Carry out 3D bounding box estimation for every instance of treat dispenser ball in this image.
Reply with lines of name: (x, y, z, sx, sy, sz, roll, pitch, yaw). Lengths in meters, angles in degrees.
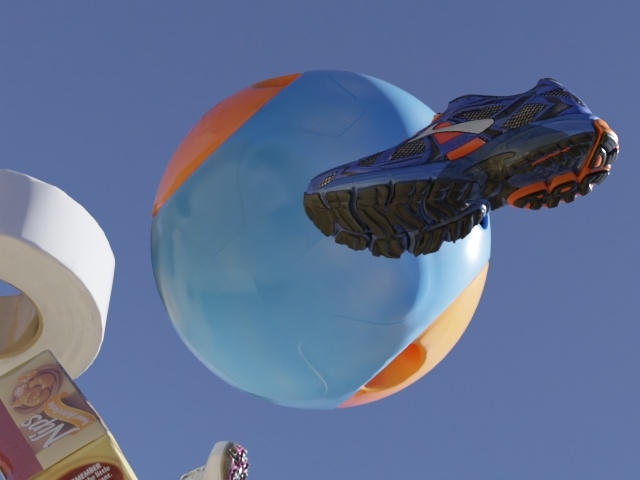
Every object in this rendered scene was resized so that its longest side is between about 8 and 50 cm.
treat dispenser ball: (0.000, 0.000, 1.461, 0.288, 0.288, 0.288, 28, -37, 24)

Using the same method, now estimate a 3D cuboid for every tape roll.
tape roll: (-0.374, 0.051, 1.909, 0.286, 0.100, 0.286, 1, -44, 1)

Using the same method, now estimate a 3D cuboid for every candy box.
candy box: (-0.156, 0.257, 1.356, 0.183, 0.087, 0.316, 35, -27, 62)

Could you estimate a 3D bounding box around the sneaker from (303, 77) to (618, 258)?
sneaker: (0.093, -0.054, 1.217, 0.083, 0.221, 0.087, 82, -9, -47)

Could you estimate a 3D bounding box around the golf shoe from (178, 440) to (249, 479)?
golf shoe: (-0.129, 0.284, 1.916, 0.086, 0.067, 0.186, 19, -45, 6)
